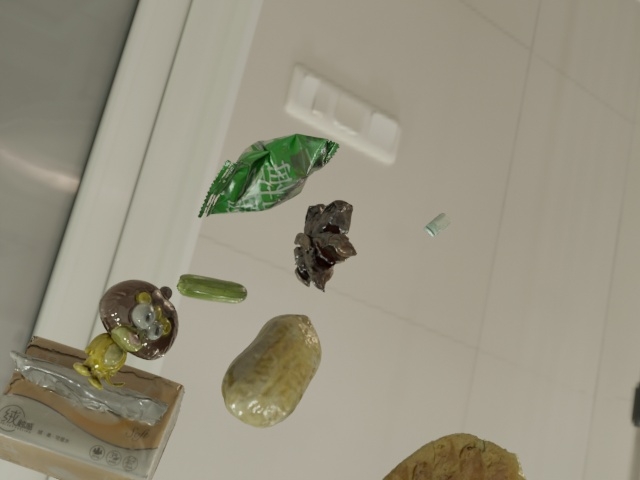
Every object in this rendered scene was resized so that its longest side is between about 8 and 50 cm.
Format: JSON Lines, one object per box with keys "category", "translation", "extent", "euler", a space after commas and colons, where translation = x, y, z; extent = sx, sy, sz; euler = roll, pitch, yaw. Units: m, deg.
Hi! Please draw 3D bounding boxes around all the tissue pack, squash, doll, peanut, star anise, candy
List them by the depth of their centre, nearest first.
{"category": "candy", "translation": [-0.085, -0.101, 1.395], "extent": [0.203, 0.078, 0.141], "euler": [-17, 144, -33]}
{"category": "doll", "translation": [-0.294, 0.150, 1.423], "extent": [0.145, 0.188, 0.096], "euler": [28, 161, -35]}
{"category": "peanut", "translation": [-0.074, 0.208, 1.462], "extent": [0.129, 0.224, 0.129], "euler": [22, 138, 22]}
{"category": "tissue pack", "translation": [-0.423, 0.308, 1.641], "extent": [0.306, 0.238, 0.238], "euler": [19, 164, 1]}
{"category": "star anise", "translation": [0.002, 0.003, 2.068], "extent": [0.099, 0.214, 0.220], "euler": [25, -177, -28]}
{"category": "squash", "translation": [-0.308, 0.140, 2.572], "extent": [0.239, 0.069, 0.069], "euler": [14, 168, -40]}

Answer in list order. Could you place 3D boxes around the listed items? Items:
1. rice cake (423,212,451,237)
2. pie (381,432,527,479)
{"category": "rice cake", "translation": [0.250, -0.033, 1.927], "extent": [0.033, 0.029, 0.171], "euler": [45, -163, 6]}
{"category": "pie", "translation": [0.226, 0.495, 1.618], "extent": [0.340, 0.339, 0.083], "euler": [-2, 139, 43]}
